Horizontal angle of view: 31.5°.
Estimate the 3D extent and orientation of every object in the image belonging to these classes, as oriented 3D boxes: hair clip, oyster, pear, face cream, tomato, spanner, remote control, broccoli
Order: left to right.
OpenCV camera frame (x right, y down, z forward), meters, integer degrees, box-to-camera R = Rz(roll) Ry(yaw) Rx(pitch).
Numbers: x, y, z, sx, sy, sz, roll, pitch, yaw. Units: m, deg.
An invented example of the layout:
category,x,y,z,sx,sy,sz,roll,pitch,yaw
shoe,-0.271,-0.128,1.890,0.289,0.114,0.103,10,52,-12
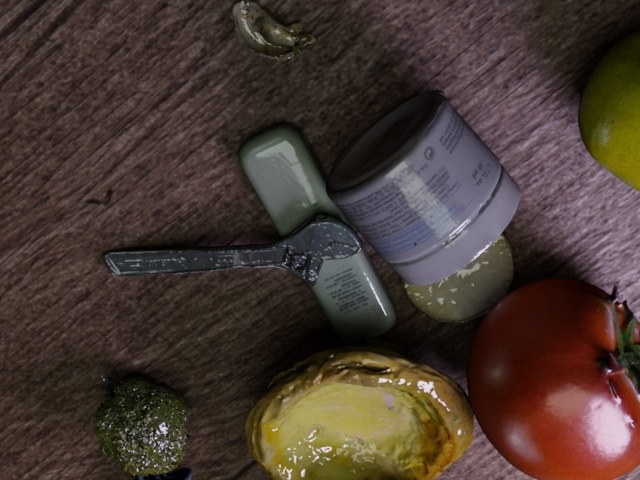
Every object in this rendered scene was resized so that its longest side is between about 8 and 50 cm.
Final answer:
category,x,y,z,sx,sy,sz,roll,pitch,yaw
hair clip,-0.272,0.401,1.564,0.083,0.048,0.275,24,116,-15
broccoli,-0.230,0.238,1.454,0.131,0.130,0.120,3,162,-33
spanner,-0.110,0.017,1.378,0.325,0.026,0.093,-3,116,9
oyster,-0.057,-0.241,1.296,0.080,0.038,0.083,-27,88,-2
remote control,-0.001,0.000,1.395,0.090,0.038,0.310,-25,113,11
face cream,0.115,-0.061,1.298,0.177,0.177,0.153,-37,110,13
tomato,0.298,0.170,1.379,0.224,0.256,0.256,-27,114,23
pear,0.388,-0.152,1.277,0.198,0.198,0.198,-1,114,-3

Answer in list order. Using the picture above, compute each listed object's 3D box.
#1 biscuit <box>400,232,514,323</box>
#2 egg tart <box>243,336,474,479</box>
category,x,y,z,sx,sy,sz,roll,pitch,yaw
biscuit,0.173,0.038,1.432,0.152,0.020,0.152,-1,114,-3
egg tart,0.050,0.217,1.436,0.294,0.123,0.294,-3,132,-3
